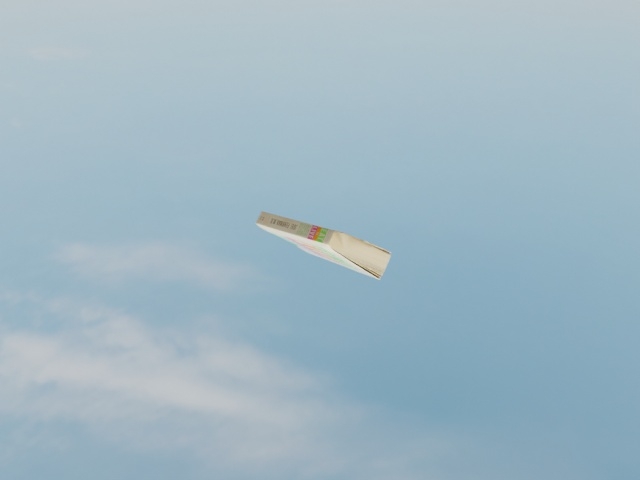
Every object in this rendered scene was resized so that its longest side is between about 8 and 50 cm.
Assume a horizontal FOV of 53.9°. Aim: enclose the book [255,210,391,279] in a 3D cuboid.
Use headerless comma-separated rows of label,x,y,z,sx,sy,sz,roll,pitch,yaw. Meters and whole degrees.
book,0.000,0.000,0.753,0.096,0.035,0.144,28,173,-39
